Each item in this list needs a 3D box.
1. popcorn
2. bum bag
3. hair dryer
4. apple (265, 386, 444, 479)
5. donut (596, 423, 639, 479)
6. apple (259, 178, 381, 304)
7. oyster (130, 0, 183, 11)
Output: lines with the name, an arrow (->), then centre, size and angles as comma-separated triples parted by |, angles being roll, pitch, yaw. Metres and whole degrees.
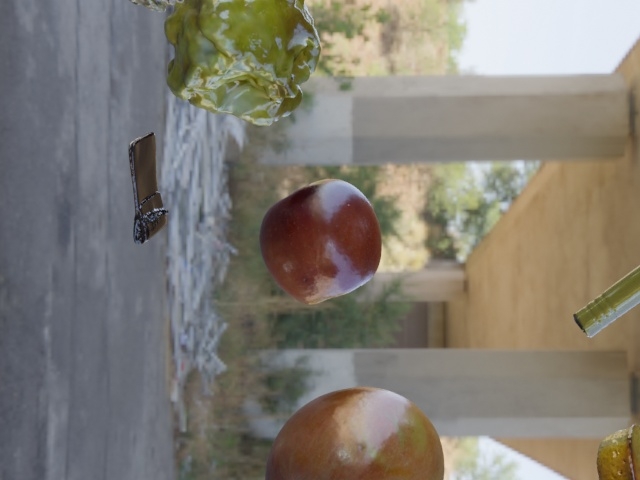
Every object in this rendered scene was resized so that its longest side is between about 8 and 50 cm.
popcorn -> -0.140, -0.374, 1.736 | 0.334, 0.293, 0.292 | 106, -25, -62
bum bag -> -0.265, -0.082, 1.475 | 0.109, 0.026, 0.159 | -62, 152, -69
hair dryer -> 0.461, 0.027, 1.316 | 0.135, 0.278, 0.090 | 54, 9, 9
apple -> 0.051, 0.322, 1.360 | 0.253, 0.253, 0.254 | 0, 90, -89
donut -> 0.481, 0.384, 1.480 | 0.174, 0.074, 0.190 | 19, 54, -54
apple -> 0.000, 0.000, 1.720 | 0.218, 0.218, 0.201 | -77, 142, -84
oyster -> -0.219, -0.328, 1.074 | 0.165, 0.053, 0.108 | 38, 52, -37
